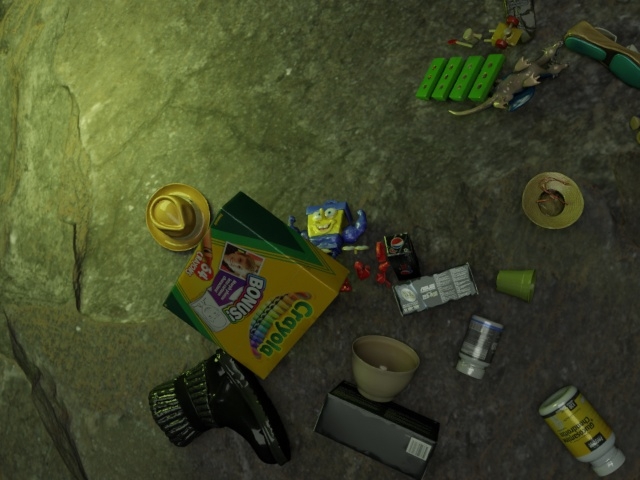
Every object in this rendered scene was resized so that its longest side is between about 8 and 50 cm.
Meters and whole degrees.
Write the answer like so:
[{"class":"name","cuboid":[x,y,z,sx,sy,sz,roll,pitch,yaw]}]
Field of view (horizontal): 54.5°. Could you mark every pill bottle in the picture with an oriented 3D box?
[{"class":"pill bottle","cuboid":[0.584,0.424,1.384,0.103,0.103,0.184,-40,78,8]},{"class":"pill bottle","cuboid":[0.371,0.249,1.460,0.078,0.078,0.137,20,91,14]}]

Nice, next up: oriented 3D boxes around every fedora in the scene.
[{"class":"fedora","cuboid":[-0.393,-0.065,1.661,0.194,0.079,0.194,-1,86,13]}]

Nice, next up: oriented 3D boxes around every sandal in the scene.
[{"class":"sandal","cuboid":[0.488,-0.589,1.510,0.090,0.060,0.219,-5,99,19]}]

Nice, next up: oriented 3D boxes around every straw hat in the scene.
[{"class":"straw hat","cuboid":[0.539,-0.082,1.454,0.145,0.061,0.144,-3,68,8]}]

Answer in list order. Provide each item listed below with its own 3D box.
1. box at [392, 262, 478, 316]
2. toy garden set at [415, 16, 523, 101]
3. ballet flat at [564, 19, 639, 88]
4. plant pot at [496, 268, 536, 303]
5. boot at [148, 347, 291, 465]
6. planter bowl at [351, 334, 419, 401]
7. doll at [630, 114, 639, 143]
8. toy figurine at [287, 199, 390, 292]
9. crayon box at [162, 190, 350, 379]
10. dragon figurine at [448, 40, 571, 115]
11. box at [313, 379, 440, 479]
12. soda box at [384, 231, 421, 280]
[{"class":"box","cuboid":[0.271,0.116,1.458,0.180,0.147,0.077,-19,82,12]},{"class":"toy garden set","cuboid":[0.356,-0.417,1.468,0.049,0.244,0.203,27,90,-30]},{"class":"ballet flat","cuboid":[0.684,-0.439,1.442,0.232,0.080,0.073,37,79,12]},{"class":"plant pot","cuboid":[0.456,0.101,1.457,0.079,0.083,0.083,9,88,27]},{"class":"boot","cuboid":[-0.253,0.459,1.560,0.260,0.131,0.348,-35,68,1]},{"class":"planter bowl","cuboid":[0.144,0.313,1.478,0.162,0.162,0.109,16,111,14]},{"class":"doll","cuboid":[0.814,-0.272,1.411,0.189,0.046,0.129,-17,73,5]},{"class":"toy figurine","cuboid":[0.000,0.000,1.563,0.363,0.191,0.217,-8,54,20]},{"class":"crayon box","cuboid":[-0.161,0.116,1.464,0.313,0.106,0.363,37,126,-1]},{"class":"dragon figurine","cuboid":[0.458,-0.363,1.481,0.289,0.144,0.085,-36,80,28]},{"class":"box","cuboid":[0.136,0.434,1.447,0.261,0.184,0.103,21,94,14]},{"class":"soda box","cuboid":[0.195,0.040,1.467,0.060,0.169,0.053,-11,64,12]}]
